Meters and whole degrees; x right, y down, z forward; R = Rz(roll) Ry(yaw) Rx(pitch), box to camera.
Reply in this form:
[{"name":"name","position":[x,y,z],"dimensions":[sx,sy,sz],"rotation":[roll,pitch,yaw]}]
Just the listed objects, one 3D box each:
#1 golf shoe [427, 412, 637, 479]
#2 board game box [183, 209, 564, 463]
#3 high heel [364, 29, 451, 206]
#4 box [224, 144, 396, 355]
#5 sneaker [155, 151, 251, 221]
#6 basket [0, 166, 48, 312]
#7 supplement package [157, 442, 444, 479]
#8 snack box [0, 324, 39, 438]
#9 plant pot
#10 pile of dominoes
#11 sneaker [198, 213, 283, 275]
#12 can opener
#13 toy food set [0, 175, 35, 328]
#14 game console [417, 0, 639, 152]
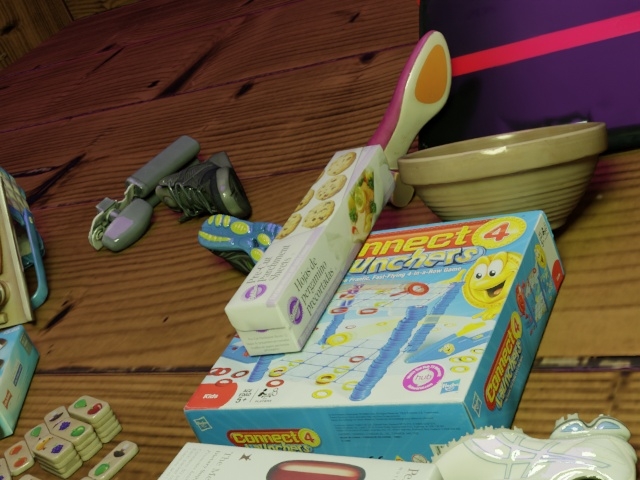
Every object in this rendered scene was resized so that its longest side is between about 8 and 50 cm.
[{"name":"golf shoe","position":[0.163,0.193,0.813],"dimensions":[0.176,0.069,0.086],"rotation":[-17,32,17]},{"name":"board game box","position":[0.063,0.101,1.047],"dimensions":[0.308,0.086,0.302],"rotation":[-8,30,31]},{"name":"high heel","position":[0.104,-0.172,1.404],"dimensions":[0.082,0.244,0.117],"rotation":[-1,18,-35]},{"name":"box","position":[0.000,0.000,1.120],"dimensions":[0.067,0.063,0.324],"rotation":[-9,29,31]},{"name":"sneaker","position":[-0.182,-0.066,1.587],"dimensions":[0.130,0.087,0.227],"rotation":[-27,22,-3]},{"name":"basket","position":[-0.566,0.021,1.645],"dimensions":[0.254,0.201,0.289],"rotation":[-19,53,6]},{"name":"supplement package","position":[-0.021,0.252,0.771],"dimensions":[0.244,0.134,0.139],"rotation":[-4,32,35]},{"name":"snack box","position":[-0.540,0.233,1.342],"dimensions":[0.322,0.060,0.187],"rotation":[-22,25,6]},{"name":"plant pot","position":[0.212,-0.063,1.169],"dimensions":[0.237,0.110,0.237],"rotation":[-10,8,1]},{"name":"pile of dominoes","position":[-0.337,0.267,1.126],"dimensions":[0.196,0.040,0.251],"rotation":[6,38,46]},{"name":"sneaker","position":[-0.078,0.014,1.354],"dimensions":[0.188,0.078,0.067],"rotation":[17,75,36]},{"name":"can opener","position":[-0.281,-0.072,1.724],"dimensions":[0.095,0.076,0.283],"rotation":[27,48,19]},{"name":"toy food set","position":[-0.586,0.046,1.515],"dimensions":[0.306,0.220,0.092],"rotation":[-13,0,7]},{"name":"game console","position":[0.309,-0.261,1.377],"dimensions":[0.386,0.060,0.342],"rotation":[-10,70,30]}]
